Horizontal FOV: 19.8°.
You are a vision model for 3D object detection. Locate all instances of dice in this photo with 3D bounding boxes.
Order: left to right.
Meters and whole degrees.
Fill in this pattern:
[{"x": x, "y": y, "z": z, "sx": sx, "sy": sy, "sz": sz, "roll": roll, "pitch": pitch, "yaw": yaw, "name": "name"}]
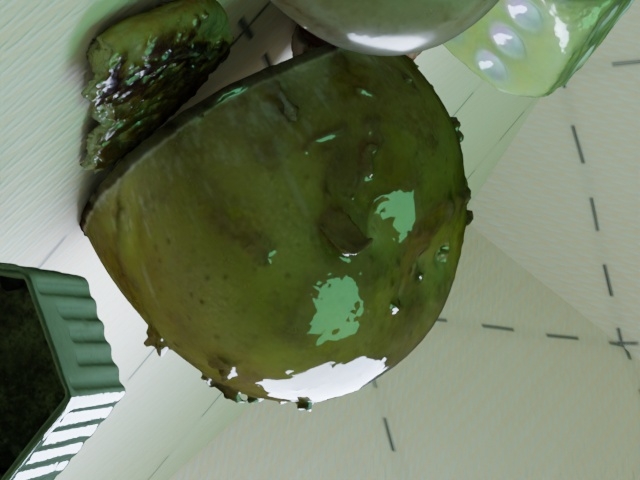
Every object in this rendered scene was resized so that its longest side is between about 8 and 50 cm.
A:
[{"x": 0.289, "y": -0.364, "z": 2.434, "sx": 0.250, "sy": 0.254, "sz": 0.252, "roll": -45, "pitch": 170, "yaw": -27, "name": "dice"}]

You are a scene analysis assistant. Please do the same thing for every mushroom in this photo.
[{"x": 0.049, "y": -0.328, "z": 1.652, "sx": 0.292, "sy": 0.292, "sz": 0.290, "roll": -53, "pitch": -159, "yaw": 14, "name": "mushroom"}]

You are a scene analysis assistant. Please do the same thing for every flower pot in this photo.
[{"x": -0.313, "y": 0.121, "z": 1.671, "sx": 0.209, "sy": 0.239, "sz": 0.189, "roll": -22, "pitch": 175, "yaw": 9, "name": "flower pot"}]

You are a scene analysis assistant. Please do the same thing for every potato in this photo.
[{"x": 0.000, "y": 0.000, "z": 2.000, "sx": 0.442, "sy": 0.319, "sz": 0.385, "roll": -26, "pitch": 171, "yaw": -44, "name": "potato"}]

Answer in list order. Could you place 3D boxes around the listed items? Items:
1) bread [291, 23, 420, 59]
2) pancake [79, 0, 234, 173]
[{"x": 0.090, "y": -0.319, "z": 2.128, "sx": 0.295, "sy": 0.114, "sz": 0.327, "roll": -48, "pitch": 168, "yaw": -15, "name": "bread"}, {"x": -0.184, "y": -0.148, "z": 1.782, "sx": 0.244, "sy": 0.057, "sz": 0.266, "roll": -47, "pitch": 169, "yaw": 35, "name": "pancake"}]
